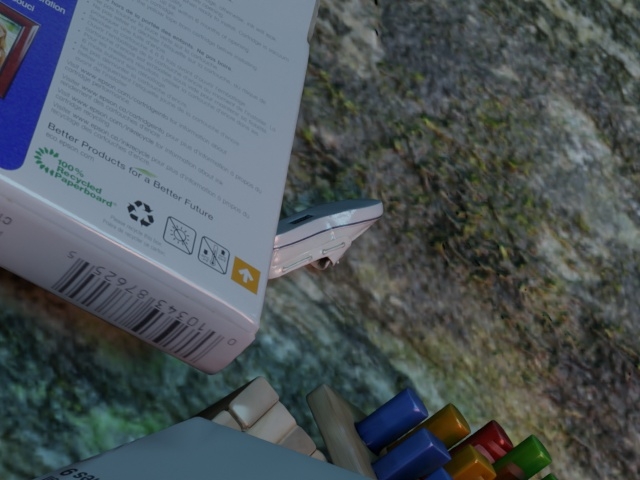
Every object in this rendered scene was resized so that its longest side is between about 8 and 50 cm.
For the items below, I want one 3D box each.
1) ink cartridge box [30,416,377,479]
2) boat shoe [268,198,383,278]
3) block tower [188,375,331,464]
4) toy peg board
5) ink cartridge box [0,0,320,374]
[{"bbox_3d":[-0.021,0.245,0.727,0.121,0.211,0.289,-20,109,-35],"label":"ink cartridge box"},{"bbox_3d":[0.000,0.000,1.010,0.100,0.035,0.035,-21,111,-39],"label":"boat shoe"},{"bbox_3d":[0.024,0.241,0.893,0.335,0.097,0.091,51,54,-3],"label":"block tower"},{"bbox_3d":[0.088,0.152,0.894,0.160,0.079,0.161,43,14,-42],"label":"toy peg board"},{"bbox_3d":[-0.151,-0.115,0.923,0.303,0.072,0.307,29,40,-19],"label":"ink cartridge box"}]
